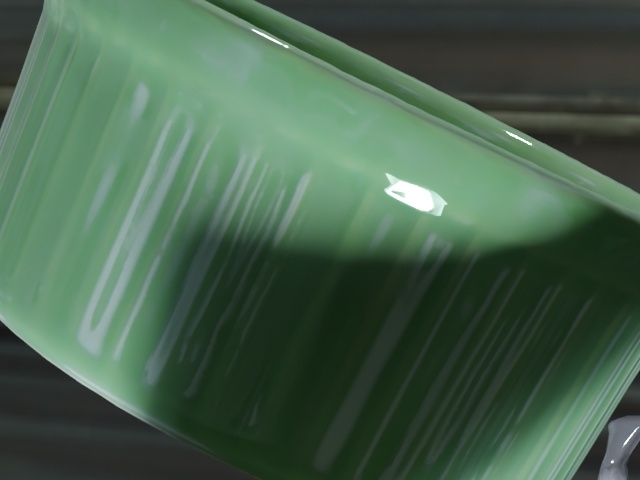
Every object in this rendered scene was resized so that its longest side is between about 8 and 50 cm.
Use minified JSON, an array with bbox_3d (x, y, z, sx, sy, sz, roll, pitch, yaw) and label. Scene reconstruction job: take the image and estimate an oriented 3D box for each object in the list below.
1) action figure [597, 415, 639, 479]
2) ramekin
[{"bbox_3d":[0.068,0.283,1.179,0.178,0.341,0.330,-31,113,-80],"label":"action figure"},{"bbox_3d":[0.000,0.000,0.828,0.148,0.303,0.303,-64,162,7],"label":"ramekin"}]
